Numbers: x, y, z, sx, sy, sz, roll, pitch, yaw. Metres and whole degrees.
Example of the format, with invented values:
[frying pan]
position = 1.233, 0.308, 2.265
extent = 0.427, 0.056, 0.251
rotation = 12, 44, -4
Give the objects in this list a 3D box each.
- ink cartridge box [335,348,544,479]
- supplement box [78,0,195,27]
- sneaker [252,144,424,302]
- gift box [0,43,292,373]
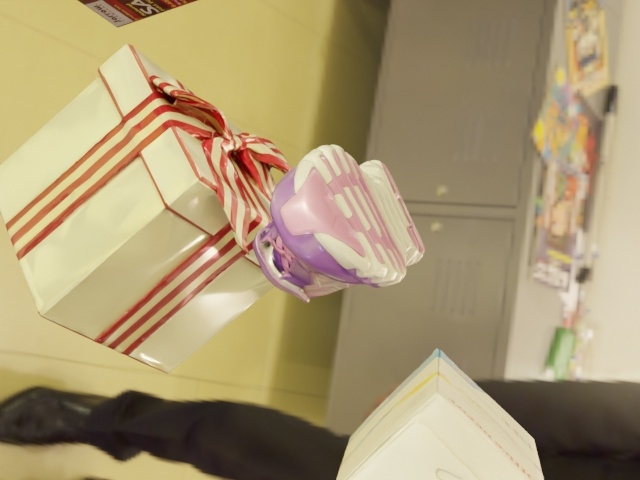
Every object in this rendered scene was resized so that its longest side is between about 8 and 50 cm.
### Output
[ink cartridge box]
position = 0.136, 0.260, 1.330
extent = 0.168, 0.171, 0.233
rotation = -46, 179, 9
[supplement box]
position = -0.201, -0.352, 1.444
extent = 0.130, 0.239, 0.073
rotation = 31, 55, -52
[sneaker]
position = 0.000, 0.000, 0.782
extent = 0.095, 0.105, 0.236
rotation = 68, 11, 5
[gift box]
position = -0.161, -0.021, 1.270
extent = 0.258, 0.276, 0.255
rotation = -41, 148, 11
